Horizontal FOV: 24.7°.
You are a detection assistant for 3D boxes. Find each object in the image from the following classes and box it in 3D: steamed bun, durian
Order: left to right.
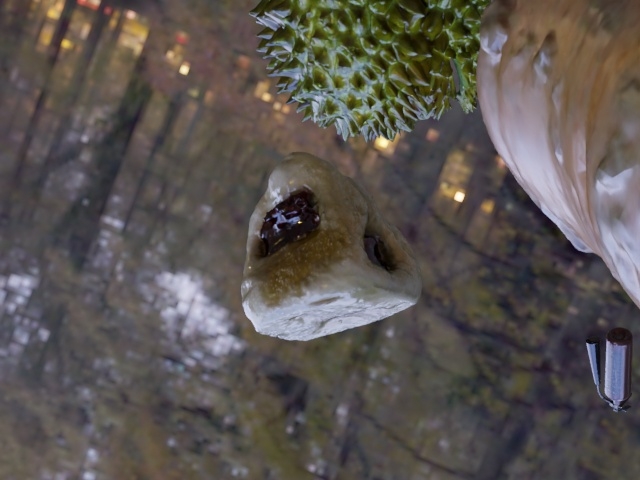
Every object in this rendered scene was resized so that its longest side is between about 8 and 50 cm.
[{"bbox_3d":[0.000,0.000,1.326,0.141,0.155,0.172,-20,166,21],"label":"steamed bun"},{"bbox_3d":[0.035,-0.184,1.179,0.177,0.200,0.237,-19,-143,-11],"label":"durian"}]

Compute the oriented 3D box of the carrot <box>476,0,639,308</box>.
[{"bbox_3d":[0.212,-0.043,0.597,0.224,0.224,0.340,19,-164,-24],"label":"carrot"}]

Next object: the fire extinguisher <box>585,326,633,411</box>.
[{"bbox_3d":[0.260,0.119,1.324,0.046,0.100,0.032,11,-139,22],"label":"fire extinguisher"}]
